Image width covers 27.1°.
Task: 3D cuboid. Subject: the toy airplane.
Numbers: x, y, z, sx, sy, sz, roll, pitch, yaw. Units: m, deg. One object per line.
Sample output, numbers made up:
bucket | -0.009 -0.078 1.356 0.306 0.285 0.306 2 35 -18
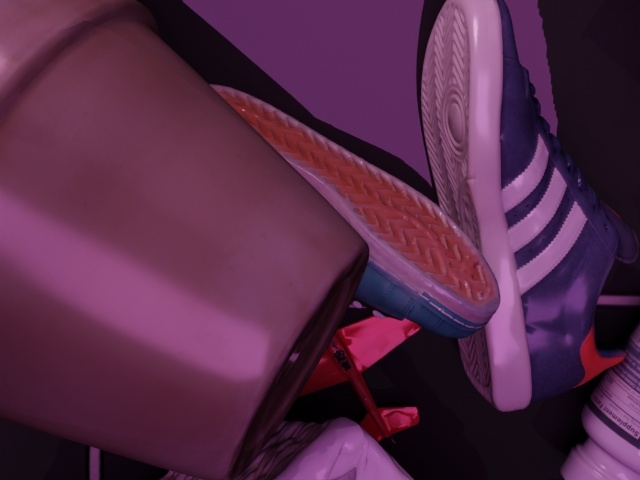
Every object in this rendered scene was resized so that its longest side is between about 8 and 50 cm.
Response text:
toy airplane | 0.029 0.122 1.153 0.151 0.028 0.151 -1 105 -3

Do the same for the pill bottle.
pill bottle | 0.288 0.146 1.139 0.108 0.108 0.180 29 101 -11

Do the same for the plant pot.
plant pot | -0.133 0.017 0.911 0.280 0.323 0.323 31 101 9

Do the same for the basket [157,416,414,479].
basket | -0.036 0.353 1.032 0.331 0.266 0.328 -45 105 -20

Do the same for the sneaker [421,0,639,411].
sneaker | 0.178 -0.039 1.082 0.148 0.131 0.350 -12 110 -10

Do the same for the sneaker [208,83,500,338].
sneaker | 0.000 0.000 1.047 0.302 0.108 0.121 36 120 20
